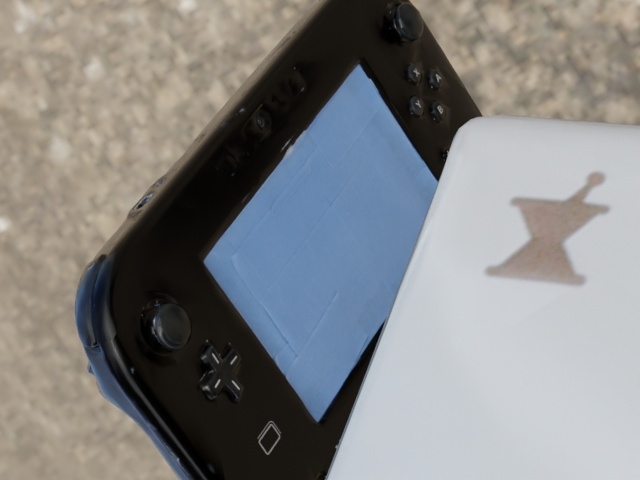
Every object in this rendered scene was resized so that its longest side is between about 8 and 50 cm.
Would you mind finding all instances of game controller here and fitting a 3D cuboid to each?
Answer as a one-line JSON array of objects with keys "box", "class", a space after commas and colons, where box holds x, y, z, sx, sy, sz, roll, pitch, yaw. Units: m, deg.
[{"box": [0.000, 0.000, 0.900, 0.067, 0.319, 0.166, -27, 109, 44], "class": "game controller"}]

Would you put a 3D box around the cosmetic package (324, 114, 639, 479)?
[{"box": [0.191, 0.212, 0.570, 0.329, 0.327, 0.394, 6, 145, 27], "class": "cosmetic package"}]
